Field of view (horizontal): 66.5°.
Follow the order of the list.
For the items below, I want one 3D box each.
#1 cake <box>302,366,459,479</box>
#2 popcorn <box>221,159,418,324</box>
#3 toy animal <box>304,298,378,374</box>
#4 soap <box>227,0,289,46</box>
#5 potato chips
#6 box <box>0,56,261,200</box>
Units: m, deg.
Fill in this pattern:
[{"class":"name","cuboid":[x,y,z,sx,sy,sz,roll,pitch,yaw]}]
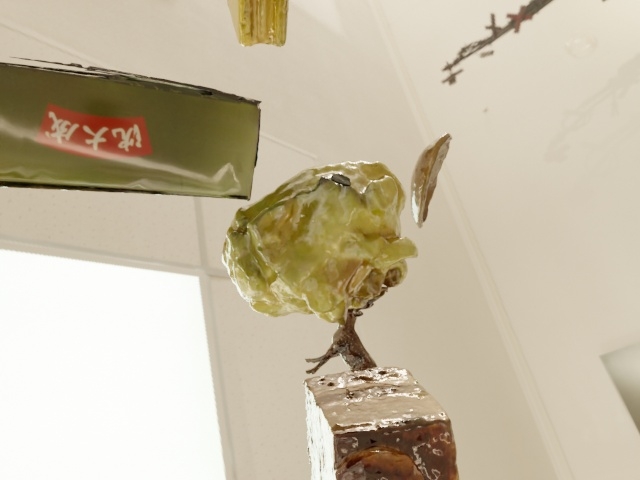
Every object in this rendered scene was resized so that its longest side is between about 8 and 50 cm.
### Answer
[{"class":"cake","cuboid":[0.091,0.313,0.701,0.198,0.293,0.197,-1,-89,-10]},{"class":"popcorn","cuboid":[0.000,0.000,0.715,0.215,0.286,0.252,47,-169,-47]},{"class":"toy animal","cuboid":[0.079,0.247,1.172,0.244,0.259,0.087,53,-175,19]},{"class":"soap","cuboid":[-0.119,-0.543,0.884,0.096,0.325,0.204,-10,-124,-14]},{"class":"potato chips","cuboid":[0.200,-0.112,0.927,0.150,0.049,0.202,-60,-22,-19]},{"class":"box","cuboid":[-0.324,-0.160,0.700,0.372,0.420,0.139,3,-78,-27]}]
